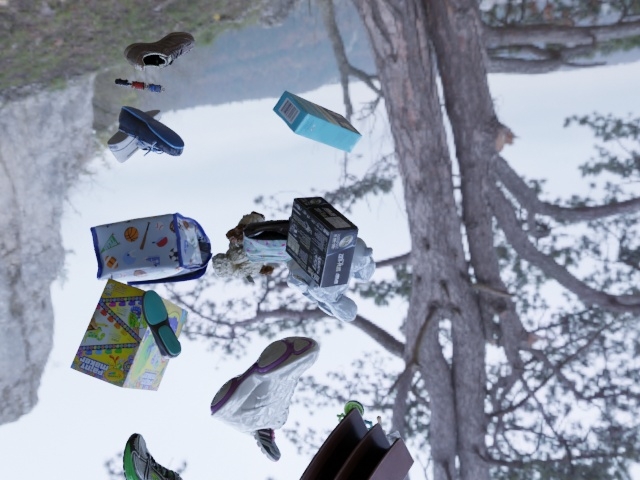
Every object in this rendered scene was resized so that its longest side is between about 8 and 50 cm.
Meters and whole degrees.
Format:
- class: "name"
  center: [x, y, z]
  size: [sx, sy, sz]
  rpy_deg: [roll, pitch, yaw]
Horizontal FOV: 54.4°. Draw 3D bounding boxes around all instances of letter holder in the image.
- class: "letter holder"
  center: [0.098, 0.651, 1.746]
  size: [0.152, 0.215, 0.302]
  rpy_deg: [5, -140, 44]

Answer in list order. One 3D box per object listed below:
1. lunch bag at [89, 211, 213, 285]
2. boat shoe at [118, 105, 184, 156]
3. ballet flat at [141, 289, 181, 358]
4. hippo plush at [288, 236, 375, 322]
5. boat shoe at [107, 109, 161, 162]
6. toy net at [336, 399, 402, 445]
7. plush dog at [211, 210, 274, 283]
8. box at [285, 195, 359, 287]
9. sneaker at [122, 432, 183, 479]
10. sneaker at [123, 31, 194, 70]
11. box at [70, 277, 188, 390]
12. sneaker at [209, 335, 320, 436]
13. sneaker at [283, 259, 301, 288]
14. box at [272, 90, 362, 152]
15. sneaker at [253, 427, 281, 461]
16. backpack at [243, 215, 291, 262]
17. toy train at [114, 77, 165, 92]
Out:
- class: "lunch bag"
  center: [-0.597, 0.041, 2.278]
  size: [0.327, 0.239, 0.385]
  rpy_deg: [-6, 177, 5]
- class: "boat shoe"
  center: [-0.473, -0.289, 1.748]
  size: [0.258, 0.089, 0.109]
  rpy_deg: [38, -160, 34]
- class: "ballet flat"
  center: [-0.449, 0.237, 1.721]
  size: [0.074, 0.203, 0.074]
  rpy_deg: [-27, 172, -4]
- class: "hippo plush"
  center: [0.042, 0.085, 1.962]
  size: [0.234, 0.294, 0.237]
  rpy_deg: [25, -106, 41]
- class: "boat shoe"
  center: [-0.615, -0.352, 2.088]
  size: [0.095, 0.084, 0.258]
  rpy_deg: [8, -138, 28]
- class: "toy net"
  center: [0.161, 0.619, 2.019]
  size: [0.232, 0.122, 0.045]
  rpy_deg: [38, -162, 9]
- class: "plush dog"
  center: [-0.265, 0.010, 2.296]
  size: [0.210, 0.226, 0.262]
  rpy_deg: [14, -153, 11]
- class: "box"
  center: [0.000, 0.000, 1.442]
  size: [0.077, 0.148, 0.180]
  rpy_deg: [-6, -151, -31]
- class: "sneaker"
  center: [-0.524, 0.768, 2.021]
  size: [0.146, 0.344, 0.134]
  rpy_deg: [-25, -171, 5]
- class: "sneaker"
  center: [-0.371, -0.443, 1.489]
  size: [0.188, 0.066, 0.071]
  rpy_deg: [-29, -114, -33]
- class: "box"
  center: [-0.574, 0.298, 1.913]
  size: [0.176, 0.279, 0.290]
  rpy_deg: [18, 168, 10]
- class: "sneaker"
  center: [-0.096, 0.317, 1.348]
  size: [0.305, 0.152, 0.114]
  rpy_deg: [-40, -163, 24]
- class: "sneaker"
  center: [-0.085, 0.072, 2.210]
  size: [0.129, 0.111, 0.297]
  rpy_deg: [1, -148, 9]
- class: "box"
  center: [-0.003, -0.292, 1.554]
  size: [0.100, 0.060, 0.244]
  rpy_deg: [50, -157, 27]
- class: "sneaker"
  center: [-0.128, 0.449, 1.511]
  size: [0.074, 0.170, 0.063]
  rpy_deg: [-28, 164, 1]
- class: "backpack"
  center: [-0.143, 0.001, 1.881]
  size: [0.181, 0.115, 0.152]
  rpy_deg: [-4, -158, -4]
- class: "toy train"
  center: [-0.576, -0.494, 1.983]
  size: [0.158, 0.027, 0.036]
  rpy_deg: [9, -172, -2]
